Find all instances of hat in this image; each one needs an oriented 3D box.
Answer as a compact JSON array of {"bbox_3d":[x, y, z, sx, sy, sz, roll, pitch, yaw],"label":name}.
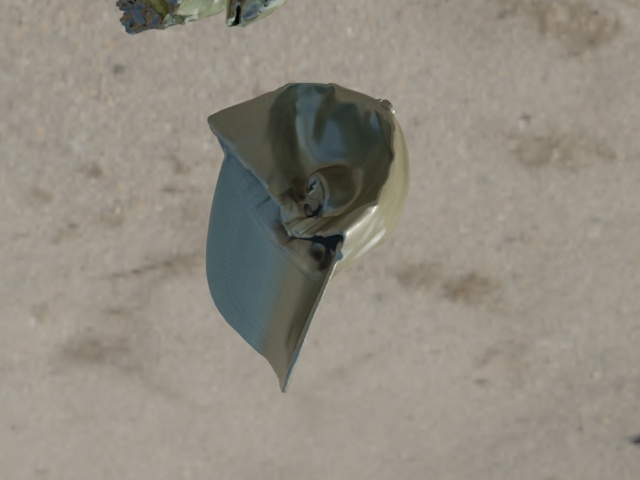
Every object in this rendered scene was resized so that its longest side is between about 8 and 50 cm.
[{"bbox_3d":[0.000,0.000,1.021,0.144,0.166,0.173,-26,135,-19],"label":"hat"}]

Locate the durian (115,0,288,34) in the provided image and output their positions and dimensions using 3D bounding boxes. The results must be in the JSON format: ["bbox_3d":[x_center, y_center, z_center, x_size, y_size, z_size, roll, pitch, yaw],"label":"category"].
[{"bbox_3d":[-0.023,-0.129,0.568,0.110,0.140,0.071,5,116,42],"label":"durian"}]
